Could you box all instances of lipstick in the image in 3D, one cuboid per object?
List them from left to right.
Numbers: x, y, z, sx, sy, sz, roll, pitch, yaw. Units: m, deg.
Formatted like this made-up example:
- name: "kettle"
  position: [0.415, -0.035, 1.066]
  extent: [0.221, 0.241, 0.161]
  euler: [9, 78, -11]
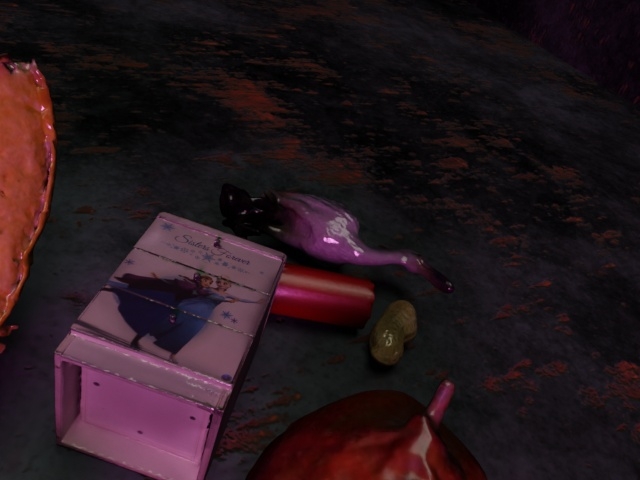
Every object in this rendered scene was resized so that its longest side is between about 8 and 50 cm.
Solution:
- name: "lipstick"
  position: [-0.074, 0.055, 0.745]
  extent: [0.280, 0.073, 0.073]
  euler: [11, 36, -9]

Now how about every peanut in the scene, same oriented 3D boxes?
- name: "peanut"
  position: [0.093, 0.118, 0.757]
  extent: [0.054, 0.054, 0.113]
  euler: [27, 39, 11]

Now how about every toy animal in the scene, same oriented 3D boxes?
- name: "toy animal"
  position: [0.012, -0.005, 0.835]
  extent: [0.324, 0.090, 0.195]
  euler: [17, 22, -9]

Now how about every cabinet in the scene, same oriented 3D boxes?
- name: "cabinet"
  position: [-0.140, 0.101, 0.587]
  extent: [0.145, 0.150, 0.206]
  euler: [19, 36, 0]

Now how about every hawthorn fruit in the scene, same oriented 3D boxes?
- name: "hawthorn fruit"
  position: [0.038, 0.202, 0.453]
  extent: [0.208, 0.248, 0.208]
  euler: [15, 29, -9]

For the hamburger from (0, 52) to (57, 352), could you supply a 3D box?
- name: "hamburger"
  position: [-0.411, 0.040, 0.460]
  extent: [0.268, 0.287, 0.445]
  euler: [-7, 19, 40]
